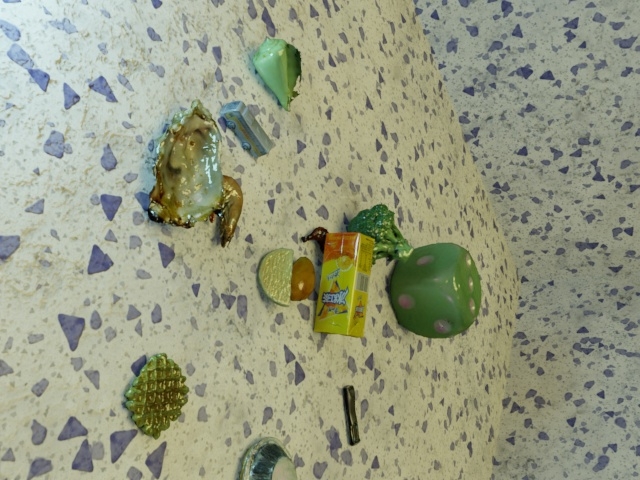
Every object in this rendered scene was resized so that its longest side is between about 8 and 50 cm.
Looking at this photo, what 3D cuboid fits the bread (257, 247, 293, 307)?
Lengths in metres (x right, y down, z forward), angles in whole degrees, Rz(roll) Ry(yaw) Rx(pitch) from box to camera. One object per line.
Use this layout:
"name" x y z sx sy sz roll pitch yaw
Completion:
"bread" -0.145 0.110 1.820 0.112 0.036 0.193 12 65 -22

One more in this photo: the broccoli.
"broccoli" 0.225 0.002 2.251 0.270 0.270 0.270 28 44 4

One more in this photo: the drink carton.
"drink carton" 0.083 0.154 2.027 0.111 0.154 0.352 19 75 -51

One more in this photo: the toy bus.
"toy bus" -0.225 -0.343 1.801 0.190 0.075 0.064 54 42 -35

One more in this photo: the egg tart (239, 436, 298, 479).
"egg tart" -0.136 0.681 1.658 0.234 0.094 0.234 23 61 -51

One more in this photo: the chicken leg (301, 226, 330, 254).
"chicken leg" 0.002 -0.006 2.089 0.205 0.053 0.093 29 73 -46

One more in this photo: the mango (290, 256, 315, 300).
"mango" -0.067 0.131 1.913 0.115 0.089 0.165 59 35 -14

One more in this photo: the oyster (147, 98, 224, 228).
"oyster" -0.368 -0.207 1.536 0.221 0.096 0.361 5 78 -51

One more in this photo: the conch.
"conch" -0.124 -0.573 1.957 0.250 0.137 0.144 43 47 -43

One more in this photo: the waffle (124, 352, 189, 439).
"waffle" -0.388 0.374 1.404 0.169 0.036 0.183 63 37 -28

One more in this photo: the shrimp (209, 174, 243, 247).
"shrimp" -0.280 -0.087 1.672 0.133 0.053 0.236 40 47 -48

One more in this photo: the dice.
"dice" 0.511 0.219 2.552 0.322 0.318 0.330 -51 124 -49

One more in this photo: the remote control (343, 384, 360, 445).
"remote control" 0.113 0.631 2.106 0.059 0.028 0.212 0 82 -56
